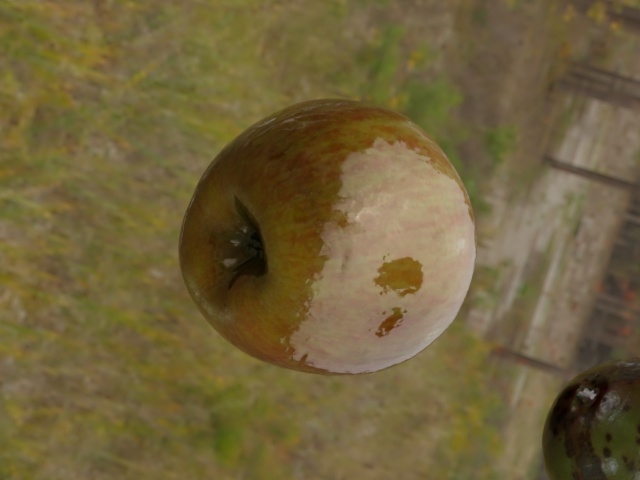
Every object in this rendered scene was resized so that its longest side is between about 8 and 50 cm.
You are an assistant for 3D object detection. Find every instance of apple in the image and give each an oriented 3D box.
[{"bbox_3d":[0.000,0.000,1.530,0.264,0.264,0.264,18,90,-76],"label":"apple"}]

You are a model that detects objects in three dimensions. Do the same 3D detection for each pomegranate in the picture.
[{"bbox_3d":[0.259,0.177,1.340,0.148,0.169,0.148,-39,-179,1],"label":"pomegranate"}]
